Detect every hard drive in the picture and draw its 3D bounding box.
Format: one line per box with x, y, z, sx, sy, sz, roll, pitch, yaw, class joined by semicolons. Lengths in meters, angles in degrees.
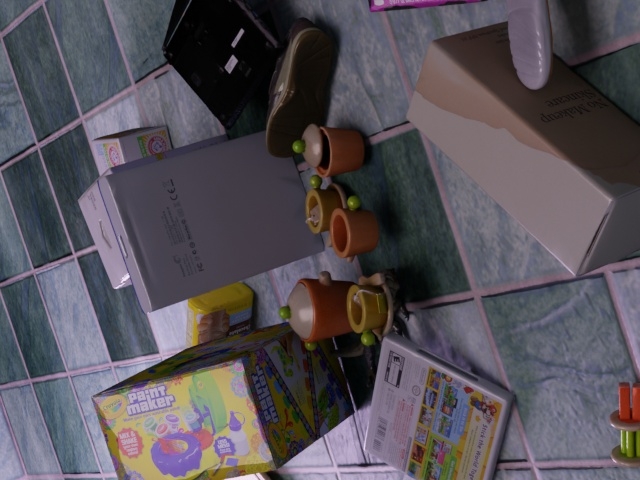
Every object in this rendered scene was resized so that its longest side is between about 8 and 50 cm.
-0.161;-0.036;2.012;0.040;0.319;0.210;-19;90;56;hard drive

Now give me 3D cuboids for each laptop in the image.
-0.144;-0.353;2.053;0.264;0.136;0.234;49;144;7;laptop

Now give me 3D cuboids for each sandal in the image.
0.253;-0.303;1.511;0.102;0.076;0.265;162;103;-72;sandal

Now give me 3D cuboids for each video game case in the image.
0.166;0.266;1.916;0.206;0.026;0.227;27;128;25;video game case

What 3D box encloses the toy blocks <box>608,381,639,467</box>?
0.399;0.207;1.579;0.123;0.054;0.148;20;122;48;toy blocks

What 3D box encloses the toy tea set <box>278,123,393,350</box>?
0.000;0.000;1.930;0.200;0.124;0.336;146;117;-66;toy tea set

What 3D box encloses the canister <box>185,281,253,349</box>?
-0.179;0.166;2.313;0.073;0.126;0.170;36;131;41;canister

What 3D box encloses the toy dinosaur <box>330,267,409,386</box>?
0.088;0.146;1.987;0.118;0.064;0.268;66;149;28;toy dinosaur

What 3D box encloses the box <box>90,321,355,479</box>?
-0.149;0.258;2.088;0.290;0.279;0.177;-16;93;29;box

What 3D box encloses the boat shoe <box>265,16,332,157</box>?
-0.036;-0.228;1.967;0.073;0.080;0.223;-110;28;-47;boat shoe

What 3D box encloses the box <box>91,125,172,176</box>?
-0.326;-0.100;2.407;0.114;0.103;0.203;1;106;55;box

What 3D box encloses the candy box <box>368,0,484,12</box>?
0.126;-0.403;1.609;0.159;0.071;0.233;0;107;33;candy box

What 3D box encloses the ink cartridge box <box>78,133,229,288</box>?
-0.251;-0.048;2.211;0.168;0.233;0.171;-35;77;55;ink cartridge box

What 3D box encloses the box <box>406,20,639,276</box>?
0.259;-0.113;1.541;0.311;0.148;0.121;46;138;30;box

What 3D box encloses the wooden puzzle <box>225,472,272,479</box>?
-0.122;0.496;2.477;0.238;0.044;0.221;49;141;36;wooden puzzle
